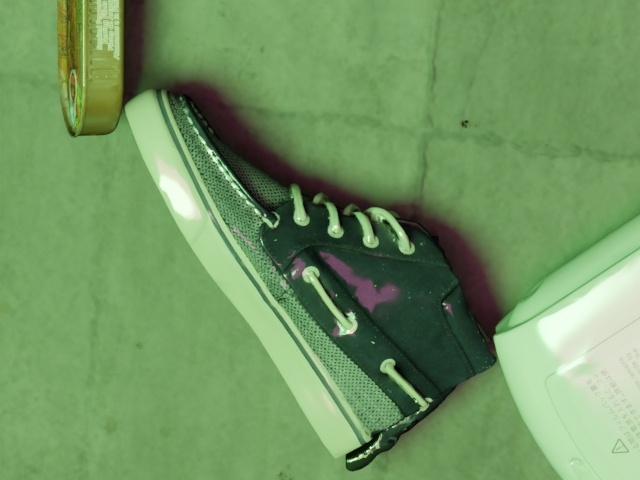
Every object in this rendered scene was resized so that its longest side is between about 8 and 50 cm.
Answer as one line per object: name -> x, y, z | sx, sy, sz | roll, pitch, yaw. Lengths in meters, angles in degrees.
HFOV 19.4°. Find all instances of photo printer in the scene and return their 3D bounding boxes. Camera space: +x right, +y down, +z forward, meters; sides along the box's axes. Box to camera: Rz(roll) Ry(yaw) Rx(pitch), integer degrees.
photo printer -> 0.305, 0.089, 1.420 | 0.307, 0.107, 0.256 | -36, 96, 14

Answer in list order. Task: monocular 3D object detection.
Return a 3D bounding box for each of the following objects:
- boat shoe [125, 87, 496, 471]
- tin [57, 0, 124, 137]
boat shoe -> 0.000, 0.000, 1.443 | 0.158, 0.127, 0.340 | -31, 105, 6
tin -> -0.175, -0.172, 1.423 | 0.040, 0.106, 0.189 | -2, 104, -14
